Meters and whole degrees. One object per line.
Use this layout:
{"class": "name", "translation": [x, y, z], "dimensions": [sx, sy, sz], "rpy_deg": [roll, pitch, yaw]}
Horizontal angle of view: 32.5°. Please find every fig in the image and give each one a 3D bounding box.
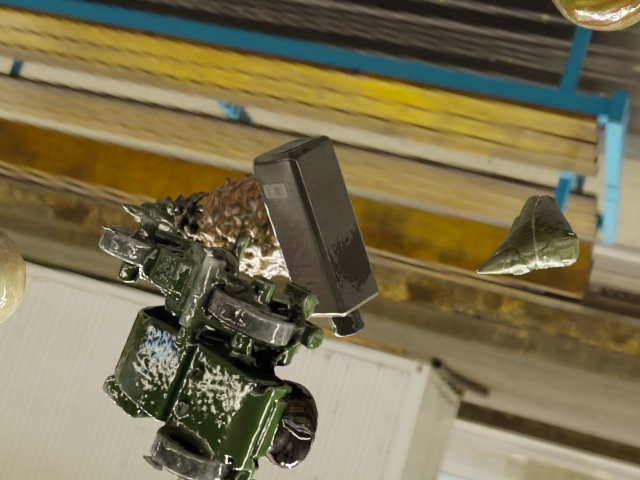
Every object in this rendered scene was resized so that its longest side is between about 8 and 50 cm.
{"class": "fig", "translation": [0.331, -0.269, 1.095], "dimensions": [0.124, 0.124, 0.236], "rpy_deg": [25, 174, -36]}

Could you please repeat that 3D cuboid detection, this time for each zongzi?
{"class": "zongzi", "translation": [0.242, -0.016, 1.380], "dimensions": [0.131, 0.154, 0.062], "rpy_deg": [-14, 125, 1]}

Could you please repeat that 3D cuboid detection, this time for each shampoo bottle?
{"class": "shampoo bottle", "translation": [0.000, 0.000, 1.342], "dimensions": [0.080, 0.246, 0.079], "rpy_deg": [-4, -161, 46]}

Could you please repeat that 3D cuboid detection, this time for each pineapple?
{"class": "pineapple", "translation": [-0.167, -0.019, 1.682], "dimensions": [0.341, 0.169, 0.169], "rpy_deg": [-1, 160, 32]}

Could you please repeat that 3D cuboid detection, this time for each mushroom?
{"class": "mushroom", "translation": [-0.504, 0.049, 1.577], "dimensions": [0.166, 0.166, 0.127], "rpy_deg": [15, -163, 5]}

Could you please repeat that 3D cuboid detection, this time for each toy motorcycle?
{"class": "toy motorcycle", "translation": [-0.108, 0.097, 0.966], "dimensions": [0.127, 0.205, 0.275], "rpy_deg": [17, -173, -45]}
